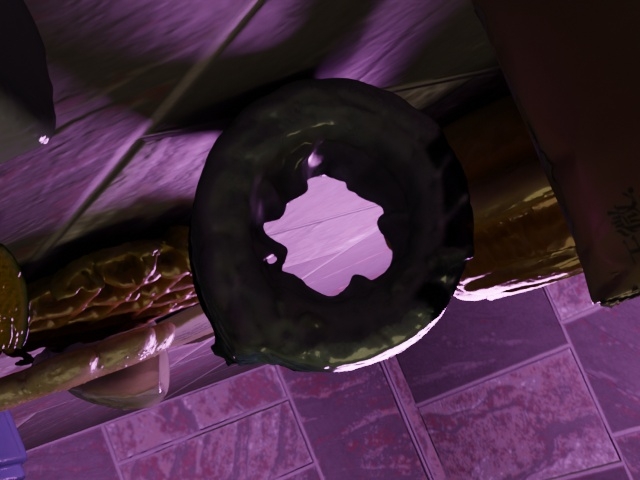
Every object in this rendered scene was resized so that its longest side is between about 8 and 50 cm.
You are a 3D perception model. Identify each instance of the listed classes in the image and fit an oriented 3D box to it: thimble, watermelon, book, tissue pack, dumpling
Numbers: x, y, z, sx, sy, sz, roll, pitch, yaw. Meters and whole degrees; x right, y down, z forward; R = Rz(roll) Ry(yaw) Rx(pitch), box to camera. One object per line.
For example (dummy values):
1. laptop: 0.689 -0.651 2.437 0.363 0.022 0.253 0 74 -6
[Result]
1. thimble: 0.000 0.000 0.857 0.237 0.237 0.150 -21 170 -10
2. watermelon: -0.281 0.028 0.809 0.075 0.092 0.181 -40 158 17
3. book: -0.186 0.134 1.805 0.201 0.026 0.289 -26 170 16
4. tissue pack: 0.226 -0.113 0.677 0.215 0.257 0.123 -26 173 21
5. dumpling: -0.284 0.163 1.387 0.179 0.132 0.252 -2 -162 -17

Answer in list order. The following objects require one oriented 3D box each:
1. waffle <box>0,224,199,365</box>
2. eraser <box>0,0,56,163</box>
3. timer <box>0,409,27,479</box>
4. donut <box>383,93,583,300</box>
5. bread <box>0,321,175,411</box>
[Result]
1. waffle: -0.216 0.055 1.165 0.302 0.068 0.325 -24 169 6
2. eraser: -0.250 -0.044 0.311 0.290 0.104 0.189 -23 139 5
3. timer: -0.560 0.271 1.239 0.394 0.173 0.395 -23 172 -3
4. donut: 0.281 -0.071 1.194 0.448 0.198 0.449 -20 178 -1
5. bread: -0.270 0.141 1.186 0.250 0.039 0.181 -17 177 -40
